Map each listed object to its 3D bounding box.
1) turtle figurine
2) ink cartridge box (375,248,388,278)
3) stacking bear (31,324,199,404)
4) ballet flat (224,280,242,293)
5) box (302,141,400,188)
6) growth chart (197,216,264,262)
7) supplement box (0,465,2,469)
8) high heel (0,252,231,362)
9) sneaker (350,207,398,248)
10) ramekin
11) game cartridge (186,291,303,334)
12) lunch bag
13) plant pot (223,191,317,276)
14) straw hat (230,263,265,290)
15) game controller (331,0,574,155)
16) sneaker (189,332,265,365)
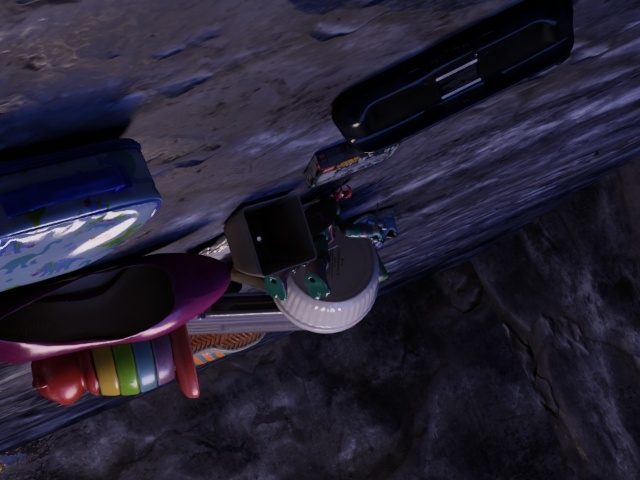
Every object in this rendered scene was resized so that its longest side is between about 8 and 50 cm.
[{"bbox_3d":[0.000,0.000,1.746,0.175,0.118,0.234,-21,-154,40],"label":"turtle figurine"},{"bbox_3d":[0.016,0.076,2.327,0.198,0.115,0.273,-28,171,13],"label":"ink cartridge box"},{"bbox_3d":[-0.390,0.223,1.956,0.289,0.164,0.175,-12,-150,-13],"label":"stacking bear"},{"bbox_3d":[-0.205,0.099,2.116,0.041,0.041,0.114,-30,169,32],"label":"ballet flat"},{"bbox_3d":[0.048,-0.122,1.525,0.137,0.027,0.094,-22,170,-16],"label":"box"},{"bbox_3d":[-0.163,0.016,1.778,0.237,0.021,0.172,-28,171,16],"label":"growth chart"},{"bbox_3d":[-0.717,0.348,1.637,0.356,0.194,0.195,-25,172,-6],"label":"supplement box"},{"bbox_3d":[-0.296,0.097,1.502,0.377,0.127,0.181,-19,-179,-16],"label":"high heel"},{"bbox_3d":[0.104,-0.017,2.154,0.162,0.073,0.063,-18,169,-40],"label":"sneaker"},{"bbox_3d":[0.012,0.057,1.934,0.207,0.207,0.109,-23,162,-16],"label":"ramekin"},{"bbox_3d":[-0.093,0.137,2.071,0.355,0.068,0.230,-2,170,-9],"label":"game cartridge"},{"bbox_3d":[-0.273,-0.022,1.015,0.219,0.090,0.176,-19,170,-36],"label":"lunch bag"},{"bbox_3d":[-0.087,-0.004,1.629,0.109,0.109,0.096,-19,-177,-36],"label":"plant pot"},{"bbox_3d":[-0.124,0.049,1.874,0.144,0.061,0.144,17,177,1],"label":"straw hat"},{"bbox_3d":[0.166,-0.206,1.304,0.319,0.067,0.166,-27,157,6],"label":"game controller"},{"bbox_3d":[-0.285,0.245,2.559,0.302,0.108,0.121,-13,168,-20],"label":"sneaker"}]
